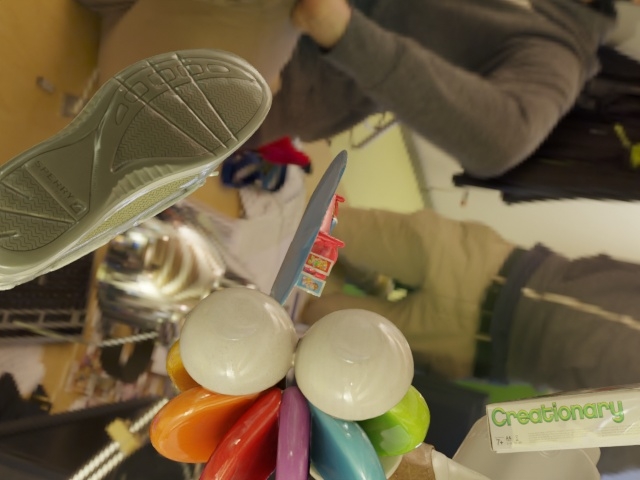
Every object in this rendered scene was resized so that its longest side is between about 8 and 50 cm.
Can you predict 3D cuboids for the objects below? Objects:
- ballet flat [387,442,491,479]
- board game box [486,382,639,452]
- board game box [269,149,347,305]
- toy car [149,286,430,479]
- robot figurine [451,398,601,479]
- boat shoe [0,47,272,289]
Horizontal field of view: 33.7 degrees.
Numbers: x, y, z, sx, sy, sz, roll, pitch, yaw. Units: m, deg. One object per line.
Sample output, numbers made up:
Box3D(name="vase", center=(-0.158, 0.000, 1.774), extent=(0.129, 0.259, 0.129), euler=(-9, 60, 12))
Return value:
Box3D(name="ballet flat", center=(0.134, 0.308, 1.078), extent=(0.116, 0.124, 0.342), euler=(-82, 156, -63))
Box3D(name="board game box", center=(0.341, 0.162, 1.023), extent=(0.193, 0.305, 0.053), euler=(2, 78, -50))
Box3D(name="board game box", center=(0.000, 0.000, 0.972), extent=(0.168, 0.033, 0.133), euler=(-67, -171, -12))
Box3D(name="toy car", center=(-0.023, 0.125, 0.690), extent=(0.159, 0.182, 0.136), euler=(92, 11, -51))
Box3D(name="robot figurine", center=(0.244, 0.374, 1.414), extent=(0.199, 0.300, 0.353), euler=(52, 55, -19))
Box3D(name="boat shoe", center=(-0.181, -0.067, 0.959), extent=(0.320, 0.118, 0.103), euler=(-41, 176, -27))
